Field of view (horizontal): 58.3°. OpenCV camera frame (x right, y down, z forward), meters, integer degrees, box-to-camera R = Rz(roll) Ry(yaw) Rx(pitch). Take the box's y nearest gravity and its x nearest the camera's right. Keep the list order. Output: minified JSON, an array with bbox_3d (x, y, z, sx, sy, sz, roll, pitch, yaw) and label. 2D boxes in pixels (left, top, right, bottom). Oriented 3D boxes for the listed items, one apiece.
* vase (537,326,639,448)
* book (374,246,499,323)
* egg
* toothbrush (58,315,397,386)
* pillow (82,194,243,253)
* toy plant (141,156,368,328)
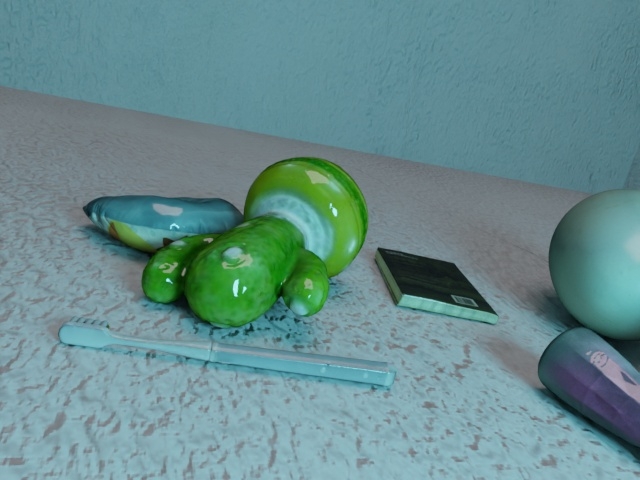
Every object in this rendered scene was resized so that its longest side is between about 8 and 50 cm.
[{"bbox_3d":[0.330,0.181,0.596,0.086,0.086,0.214,5,22,-26],"label":"vase"},{"bbox_3d":[0.183,0.069,0.954,0.160,0.024,0.228,11,16,-8],"label":"book"},{"bbox_3d":[0.495,0.037,0.936,0.229,0.230,0.371,18,22,17],"label":"egg"},{"bbox_3d":[-0.086,0.116,0.585,0.342,0.025,0.030,10,14,-8],"label":"toothbrush"},{"bbox_3d":[-0.226,-0.035,0.887,0.214,0.086,0.233,17,14,32],"label":"pillow"},{"bbox_3d":[-0.064,0.016,0.750,0.224,0.185,0.316,14,31,23],"label":"toy plant"}]
